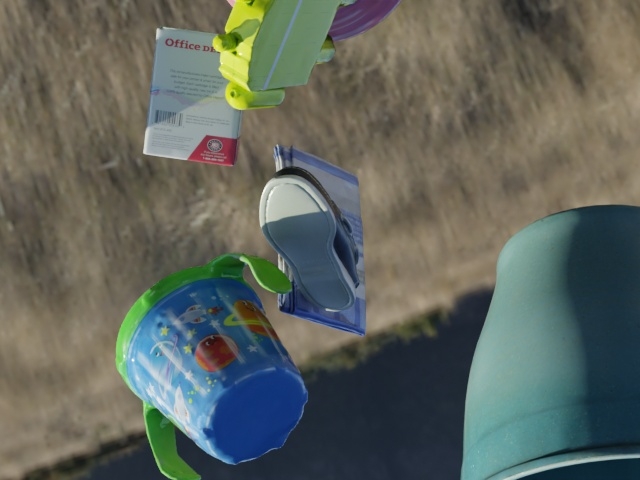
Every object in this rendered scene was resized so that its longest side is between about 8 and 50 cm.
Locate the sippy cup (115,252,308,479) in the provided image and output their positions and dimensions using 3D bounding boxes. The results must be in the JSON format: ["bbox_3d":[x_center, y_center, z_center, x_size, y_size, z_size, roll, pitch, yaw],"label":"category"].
[{"bbox_3d":[-0.140,0.188,1.847,0.240,0.224,0.306,-23,130,-21],"label":"sippy cup"}]

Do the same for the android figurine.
[{"bbox_3d":[-0.043,-0.270,1.598,0.273,0.056,0.248,-21,138,-61],"label":"android figurine"}]

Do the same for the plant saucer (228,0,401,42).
[{"bbox_3d":[-0.018,-0.439,1.819,0.332,0.332,0.084,-24,-175,20],"label":"plant saucer"}]

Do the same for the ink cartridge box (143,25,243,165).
[{"bbox_3d":[-0.166,-0.199,1.789,0.127,0.175,0.072,8,-169,0],"label":"ink cartridge box"}]

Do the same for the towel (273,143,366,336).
[{"bbox_3d":[0.000,0.000,2.090,0.034,0.285,0.209,-16,158,35],"label":"towel"}]

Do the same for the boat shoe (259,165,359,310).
[{"bbox_3d":[-0.013,-0.016,1.917,0.114,0.091,0.302,0,142,13],"label":"boat shoe"}]

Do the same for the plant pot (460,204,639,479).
[{"bbox_3d":[0.245,0.121,1.112,0.271,0.255,0.272,0,147,0],"label":"plant pot"}]
